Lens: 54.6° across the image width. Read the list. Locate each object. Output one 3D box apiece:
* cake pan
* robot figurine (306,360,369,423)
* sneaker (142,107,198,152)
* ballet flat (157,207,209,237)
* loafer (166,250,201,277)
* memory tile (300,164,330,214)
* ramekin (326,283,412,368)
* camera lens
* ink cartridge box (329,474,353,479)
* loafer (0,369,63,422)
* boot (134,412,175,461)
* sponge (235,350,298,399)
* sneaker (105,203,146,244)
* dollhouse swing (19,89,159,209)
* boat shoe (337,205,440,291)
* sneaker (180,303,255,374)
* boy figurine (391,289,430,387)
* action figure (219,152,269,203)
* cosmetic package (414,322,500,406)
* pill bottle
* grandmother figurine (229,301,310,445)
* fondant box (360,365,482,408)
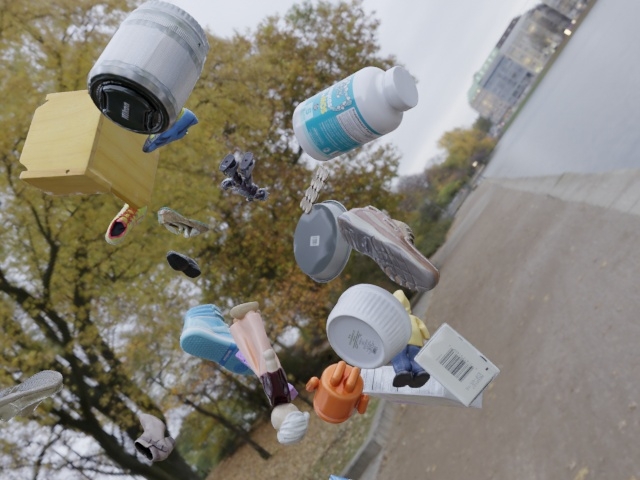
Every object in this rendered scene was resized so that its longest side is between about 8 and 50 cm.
[{"bbox_3d":[0.000,0.000,2.168,0.054,0.293,0.293,9,-56,-37],"label":"cake pan"},{"bbox_3d":[0.049,0.443,1.795,0.158,0.128,0.219,-4,-45,-22],"label":"robot figurine"},{"bbox_3d":[-0.473,-0.332,1.956,0.209,0.082,0.069,-36,41,21],"label":"sneaker"},{"bbox_3d":[-0.460,-0.045,2.078,0.073,0.206,0.067,-15,63,40],"label":"ballet flat"},{"bbox_3d":[-0.494,0.076,2.214,0.062,0.061,0.170,-31,-36,7],"label":"loafer"},{"bbox_3d":[-0.016,-0.153,1.871,0.147,0.012,0.113,-62,21,9],"label":"memory tile"},{"bbox_3d":[0.113,0.222,1.544,0.109,0.207,0.207,-42,-15,-46],"label":"ramekin"},{"bbox_3d":[-0.414,-0.412,1.504,0.219,0.220,0.274,110,178,-61],"label":"camera lens"},{"bbox_3d":[0.185,0.924,2.099,0.128,0.308,0.223,-72,17,-5],"label":"ink cartridge box"},{"bbox_3d":[-0.873,0.471,1.861,0.269,0.092,0.102,-21,22,16],"label":"loafer"},{"bbox_3d":[-0.364,0.418,1.316,0.042,0.119,0.087,-61,-19,12],"label":"boot"},{"bbox_3d":[-0.167,0.417,1.930,0.031,0.210,0.117,-52,-20,-15],"label":"sponge"},{"bbox_3d":[-0.683,-0.075,2.191,0.208,0.082,0.094,-59,8,-9],"label":"sneaker"},{"bbox_3d":[-0.772,-0.282,2.121,0.305,0.316,0.346,69,-160,-61],"label":"dollhouse swing"},{"bbox_3d":[0.178,0.002,1.523,0.117,0.324,0.123,-32,-39,-23],"label":"boat shoe"},{"bbox_3d":[-0.320,0.318,2.089,0.127,0.319,0.208,-48,30,20],"label":"sneaker"},{"bbox_3d":[0.224,0.270,1.758,0.092,0.178,0.285,108,159,-48],"label":"boy figurine"},{"bbox_3d":[-0.287,-0.215,2.306,0.285,0.186,0.099,78,-156,-62],"label":"action figure"},{"bbox_3d":[0.324,0.288,1.493,0.113,0.160,0.309,-49,-14,1],"label":"cosmetic package"},{"bbox_3d":[0.077,-0.280,1.345,0.264,0.146,0.146,-20,17,38],"label":"pill bottle"},{"bbox_3d":[-0.122,0.326,1.497,0.104,0.342,0.207,-25,-25,-2],"label":"grandmother figurine"},{"bbox_3d":[0.329,0.480,2.033,0.331,0.238,0.096,-8,65,42],"label":"fondant box"}]
